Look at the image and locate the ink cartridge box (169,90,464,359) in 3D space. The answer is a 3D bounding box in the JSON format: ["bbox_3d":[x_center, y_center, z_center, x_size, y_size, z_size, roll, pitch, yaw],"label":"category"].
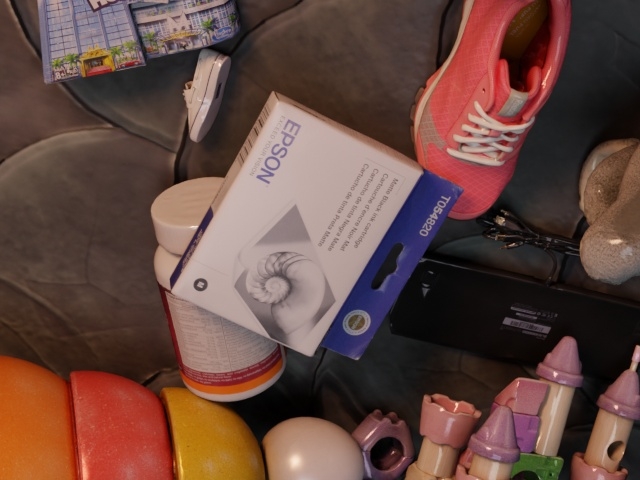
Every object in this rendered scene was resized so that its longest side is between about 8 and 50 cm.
[{"bbox_3d":[0.000,0.000,1.177,0.224,0.045,0.223,24,106,-19],"label":"ink cartridge box"}]

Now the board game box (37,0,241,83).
[{"bbox_3d":[-0.188,-0.260,1.116,0.194,0.060,0.194,-11,123,4],"label":"board game box"}]

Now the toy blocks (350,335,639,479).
[{"bbox_3d":[0.224,0.221,1.359,0.288,0.309,0.260,11,96,-22],"label":"toy blocks"}]

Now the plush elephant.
[{"bbox_3d":[0.393,-0.024,1.191,0.271,0.330,0.255,2,146,11],"label":"plush elephant"}]

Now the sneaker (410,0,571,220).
[{"bbox_3d":[0.162,-0.140,1.160,0.115,0.136,0.314,9,122,-7],"label":"sneaker"}]

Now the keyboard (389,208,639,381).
[{"bbox_3d":[0.245,0.058,1.351,0.317,0.033,0.202,13,127,-11],"label":"keyboard"}]

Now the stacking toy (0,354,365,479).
[{"bbox_3d":[-0.182,0.268,1.315,0.479,0.351,0.351,-4,123,-11],"label":"stacking toy"}]

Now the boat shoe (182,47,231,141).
[{"bbox_3d":[-0.120,-0.147,1.208,0.035,0.035,0.100,28,125,12],"label":"boat shoe"}]

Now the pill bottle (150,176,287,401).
[{"bbox_3d":[-0.109,0.052,1.278,0.121,0.121,0.221,-8,122,2],"label":"pill bottle"}]
